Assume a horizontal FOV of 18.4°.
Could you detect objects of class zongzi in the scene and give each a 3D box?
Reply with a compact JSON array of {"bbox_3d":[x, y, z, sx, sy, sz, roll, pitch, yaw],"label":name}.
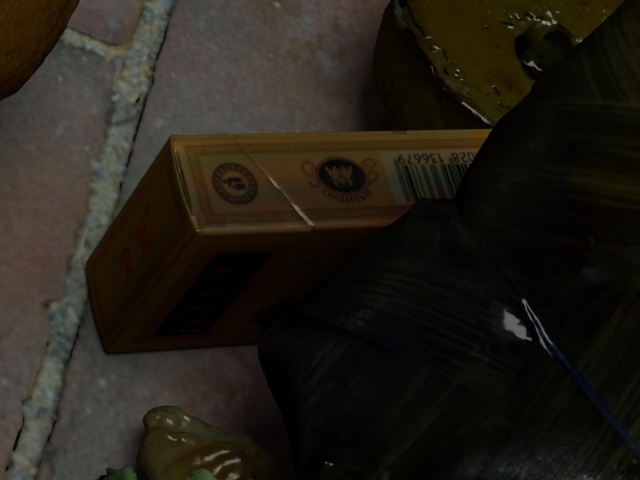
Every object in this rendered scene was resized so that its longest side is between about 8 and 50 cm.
[{"bbox_3d":[0.238,0.041,1.242,0.403,0.432,0.208,29,20,-30],"label":"zongzi"}]

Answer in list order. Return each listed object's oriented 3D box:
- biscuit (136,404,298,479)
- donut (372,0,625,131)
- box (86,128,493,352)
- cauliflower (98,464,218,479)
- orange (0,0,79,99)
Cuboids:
[{"bbox_3d":[-0.029,0.166,1.268,0.183,0.061,0.118,17,56,-17],"label":"biscuit"},{"bbox_3d":[0.154,-0.113,1.495,0.272,0.107,0.272,18,37,-14],"label":"donut"},{"bbox_3d":[0.000,0.000,1.333,0.274,0.174,0.076,-3,62,-29],"label":"box"},{"bbox_3d":[-0.124,0.222,1.135,0.239,0.256,0.315,29,22,-3],"label":"cauliflower"},{"bbox_3d":[-0.305,-0.196,1.222,0.357,0.322,0.322,-21,72,-44],"label":"orange"}]
